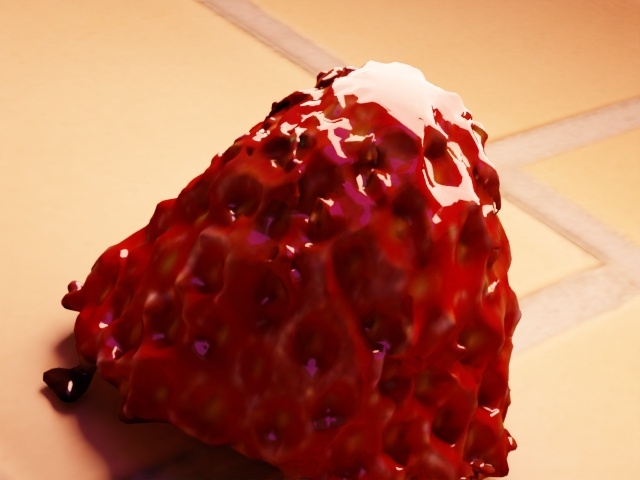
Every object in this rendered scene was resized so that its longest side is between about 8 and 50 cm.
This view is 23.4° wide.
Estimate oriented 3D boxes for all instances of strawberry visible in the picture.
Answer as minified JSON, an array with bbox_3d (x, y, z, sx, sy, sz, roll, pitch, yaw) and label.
[{"bbox_3d":[0.000,0.000,0.728,0.234,0.178,0.234,14,22,-6],"label":"strawberry"}]
